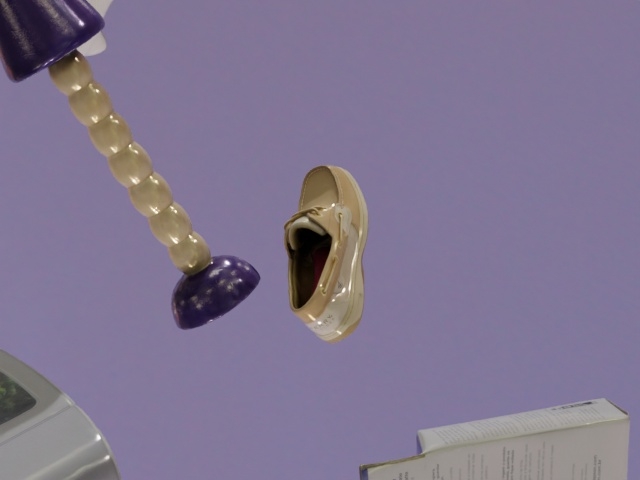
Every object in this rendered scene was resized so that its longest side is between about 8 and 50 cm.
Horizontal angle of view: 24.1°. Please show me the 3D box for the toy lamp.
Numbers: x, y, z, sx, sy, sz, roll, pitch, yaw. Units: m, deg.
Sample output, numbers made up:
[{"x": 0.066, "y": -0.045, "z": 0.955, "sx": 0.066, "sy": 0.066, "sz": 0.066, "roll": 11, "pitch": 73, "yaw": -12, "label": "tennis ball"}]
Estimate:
[{"x": -0.142, "y": -0.069, "z": 1.042, "sx": 0.080, "sy": 0.080, "sz": 0.275, "roll": -21, "pitch": -72, "yaw": 29, "label": "toy lamp"}]

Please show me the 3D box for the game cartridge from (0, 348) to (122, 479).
[{"x": -0.263, "y": 0.124, "z": 0.891, "sx": 0.294, "sy": 0.196, "sz": 0.060, "roll": 20, "pitch": -58, "yaw": 39, "label": "game cartridge"}]

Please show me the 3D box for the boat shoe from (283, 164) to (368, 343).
[{"x": 0.000, "y": 0.000, "z": 1.228, "sx": 0.063, "sy": 0.059, "sz": 0.170, "roll": -31, "pitch": -135, "yaw": 31, "label": "boat shoe"}]

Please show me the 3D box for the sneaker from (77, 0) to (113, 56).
[{"x": -0.189, "y": -0.284, "z": 1.218, "sx": 0.111, "sy": 0.129, "sz": 0.297, "roll": 34, "pitch": -74, "yaw": 33, "label": "sneaker"}]

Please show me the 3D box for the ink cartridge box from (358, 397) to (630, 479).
[{"x": 0.126, "y": 0.243, "z": 1.139, "sx": 0.045, "sy": 0.224, "sz": 0.223, "roll": -144, "pitch": -130, "yaw": -63, "label": "ink cartridge box"}]
